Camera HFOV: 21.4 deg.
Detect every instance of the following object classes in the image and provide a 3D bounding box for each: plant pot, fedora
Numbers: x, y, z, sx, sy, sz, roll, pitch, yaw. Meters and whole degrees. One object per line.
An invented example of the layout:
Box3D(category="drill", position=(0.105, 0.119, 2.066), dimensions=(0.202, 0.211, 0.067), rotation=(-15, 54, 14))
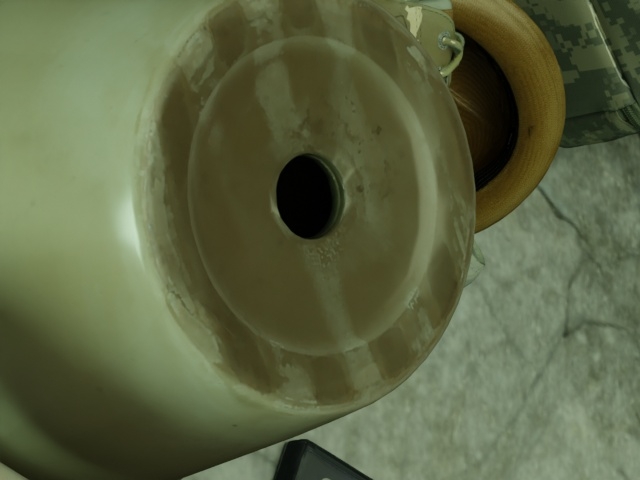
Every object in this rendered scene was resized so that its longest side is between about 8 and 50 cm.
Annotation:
Box3D(category="plant pot", position=(-0.088, -0.010, 0.817), dimensions=(0.323, 0.280, 0.323), rotation=(2, 87, -39))
Box3D(category="fedora", position=(0.062, -0.093, 1.099), dimensions=(0.194, 0.194, 0.079), rotation=(49, 11, -24))

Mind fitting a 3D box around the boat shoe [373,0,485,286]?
Box3D(category="boat shoe", position=(0.032, -0.108, 0.978), dimensions=(0.302, 0.103, 0.113), rotation=(62, 6, -10))

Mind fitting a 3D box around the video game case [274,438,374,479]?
Box3D(category="video game case", position=(0.013, 0.288, 1.039), dimensions=(0.196, 0.026, 0.274), rotation=(36, 59, -31))

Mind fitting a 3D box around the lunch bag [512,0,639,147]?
Box3D(category="lunch bag", position=(0.248, -0.234, 1.197), dimensions=(0.212, 0.256, 0.305), rotation=(-36, 106, -40))

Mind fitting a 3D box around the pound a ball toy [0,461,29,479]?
Box3D(category="pound a ball toy", position=(-0.165, 0.112, 0.691), dimensions=(0.319, 0.136, 0.208), rotation=(42, 24, -35))
